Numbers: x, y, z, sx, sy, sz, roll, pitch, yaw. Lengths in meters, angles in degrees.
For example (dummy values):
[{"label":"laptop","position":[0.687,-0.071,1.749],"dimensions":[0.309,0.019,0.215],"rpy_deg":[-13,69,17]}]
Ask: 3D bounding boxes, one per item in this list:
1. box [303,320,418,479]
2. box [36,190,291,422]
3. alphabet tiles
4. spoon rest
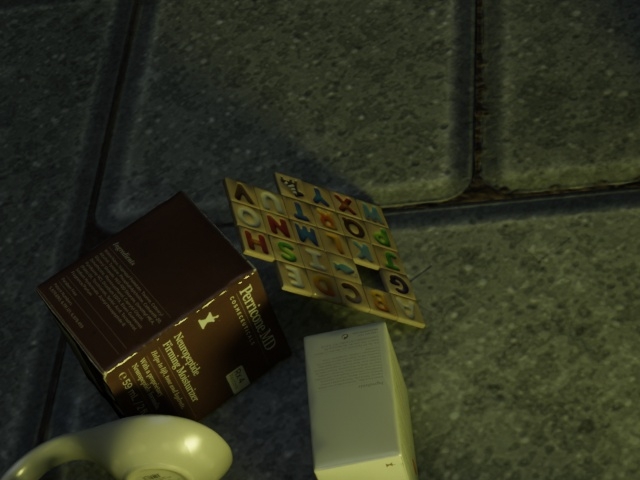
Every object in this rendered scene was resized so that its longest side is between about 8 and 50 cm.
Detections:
[{"label":"box","position":[0.044,0.194,1.627],"dimensions":[0.091,0.130,0.170],"rpy_deg":[-11,48,7]},{"label":"box","position":[-0.174,0.091,1.756],"dimensions":[0.203,0.168,0.167],"rpy_deg":[-35,50,-13]},{"label":"alphabet tiles","position":[0.000,0.000,1.772],"dimensions":[0.009,0.237,0.198],"rpy_deg":[-51,39,30]},{"label":"spoon rest","position":[-0.226,0.240,1.683],"dimensions":[0.276,0.137,0.084],"rpy_deg":[-16,48,19]}]
